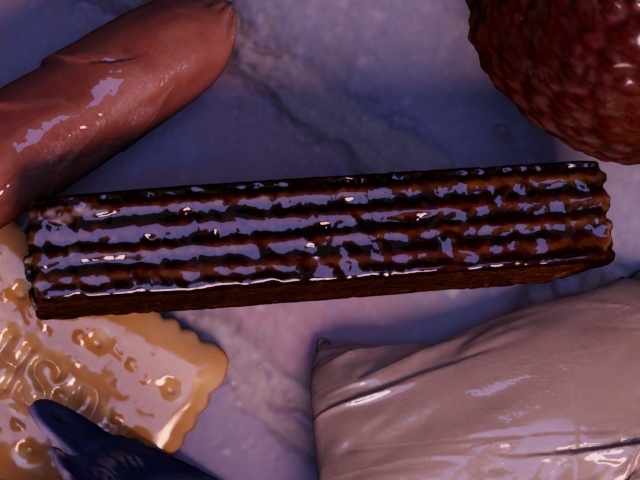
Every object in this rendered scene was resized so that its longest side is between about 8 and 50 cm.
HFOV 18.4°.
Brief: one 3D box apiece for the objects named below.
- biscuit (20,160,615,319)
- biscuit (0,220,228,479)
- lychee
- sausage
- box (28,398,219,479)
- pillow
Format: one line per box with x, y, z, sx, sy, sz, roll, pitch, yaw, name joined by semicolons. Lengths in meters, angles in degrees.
0.000;0.000;1.295;0.388;0.107;0.073;-3;82;-8;biscuit
-0.202;0.079;1.332;0.249;0.030;0.160;33;87;-2;biscuit
0.221;-0.172;1.264;0.260;0.260;0.260;0;88;-4;lychee
-0.235;-0.040;1.282;0.433;0.088;0.088;-32;91;-15;sausage
-0.121;0.267;1.238;0.291;0.262;0.206;36;98;4;box
0.116;0.119;1.324;0.270;0.067;0.173;-11;67;-4;pillow
